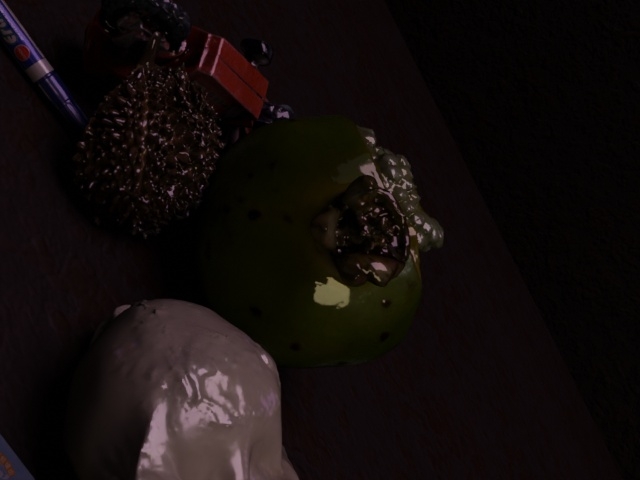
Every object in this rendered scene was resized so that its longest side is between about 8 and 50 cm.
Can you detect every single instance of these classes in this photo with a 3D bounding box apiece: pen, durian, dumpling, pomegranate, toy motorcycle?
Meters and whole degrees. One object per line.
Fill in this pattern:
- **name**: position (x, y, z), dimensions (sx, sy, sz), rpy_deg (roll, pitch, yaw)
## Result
- **pen**: position (-0.274, -0.181, 0.740), dimensions (0.204, 0.025, 0.025), rpy_deg (56, 21, -16)
- **durian**: position (-0.141, -0.091, 0.741), dimensions (0.148, 0.091, 0.189), rpy_deg (-9, 104, -52)
- **dumpling**: position (-0.087, 0.132, 0.595), dimensions (0.193, 0.147, 0.258), rpy_deg (31, 9, -35)
- **pomegranate**: position (0.000, 0.000, 0.800), dimensions (0.260, 0.260, 0.340), rpy_deg (62, -10, 0)
- **toy motorcycle**: position (-0.140, -0.167, 0.858), dimensions (0.298, 0.171, 0.089), rpy_deg (40, 53, -53)

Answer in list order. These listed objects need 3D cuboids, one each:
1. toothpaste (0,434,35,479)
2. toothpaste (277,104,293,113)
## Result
- **toothpaste**: position (-0.199, 0.124, 0.461), dimensions (0.193, 0.070, 0.044), rpy_deg (58, 22, -11)
- **toothpaste**: position (-0.090, -0.165, 1.148), dimensions (0.056, 0.036, 0.205), rpy_deg (62, 24, -3)
